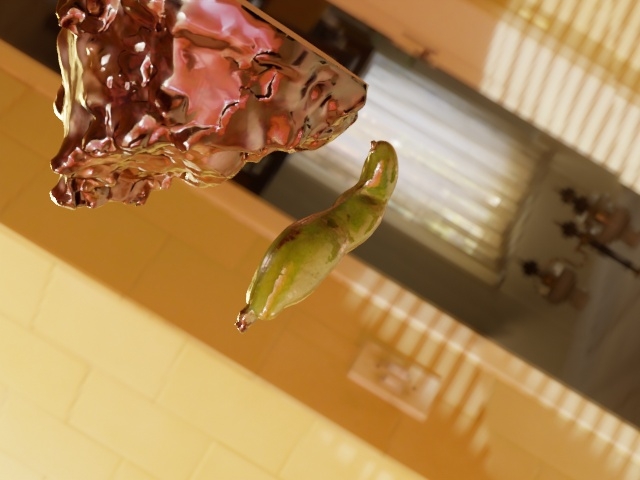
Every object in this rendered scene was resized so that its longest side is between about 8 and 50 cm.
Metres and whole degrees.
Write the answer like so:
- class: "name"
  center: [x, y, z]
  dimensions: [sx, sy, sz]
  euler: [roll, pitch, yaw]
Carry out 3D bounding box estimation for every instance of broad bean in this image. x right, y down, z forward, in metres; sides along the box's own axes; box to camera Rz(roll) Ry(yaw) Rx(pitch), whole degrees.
- class: "broad bean"
  center: [0.000, 0.000, 1.087]
  dimensions: [0.214, 0.048, 0.070]
  euler: [-51, 140, -18]

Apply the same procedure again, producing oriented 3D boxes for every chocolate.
- class: "chocolate"
  center: [-0.097, -0.082, 0.800]
  dimensions: [0.177, 0.206, 0.224]
  euler: [-57, 147, 9]
